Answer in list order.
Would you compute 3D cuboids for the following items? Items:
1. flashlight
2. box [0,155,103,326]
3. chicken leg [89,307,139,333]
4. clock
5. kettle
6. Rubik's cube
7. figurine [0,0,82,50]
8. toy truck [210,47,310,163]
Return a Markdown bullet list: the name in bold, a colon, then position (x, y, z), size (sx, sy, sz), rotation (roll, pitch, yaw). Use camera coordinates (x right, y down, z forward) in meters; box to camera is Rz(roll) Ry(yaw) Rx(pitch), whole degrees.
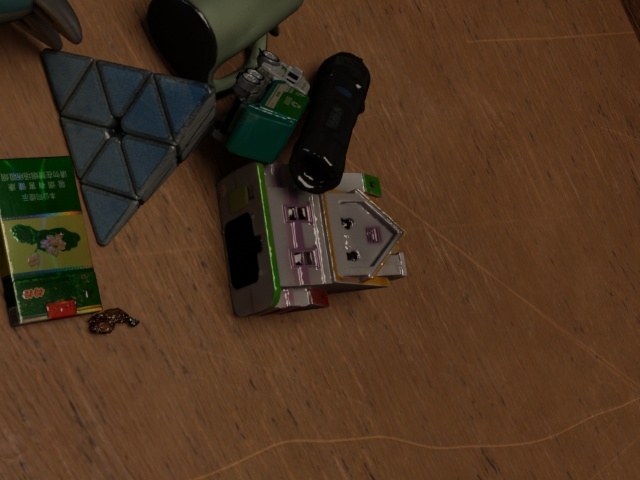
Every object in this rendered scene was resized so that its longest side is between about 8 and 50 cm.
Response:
- **flashlight**: position (0.016, -0.207, 1.699), size (0.103, 0.103, 0.424), rotation (49, 25, -18)
- **box**: position (-0.395, -0.002, 1.430), size (0.132, 0.034, 0.235), rotation (-7, 82, -42)
- **chicken leg**: position (-0.305, 0.117, 1.481), size (0.083, 0.021, 0.036), rotation (-12, 75, -47)
- **clock**: position (0.000, 0.000, 1.690), size (0.310, 0.166, 0.235), rotation (-2, 78, -34)
- **kettle**: position (-0.153, -0.370, 1.684), size (0.255, 0.165, 0.240), rotation (-49, 138, -38)
- **Rubik's cube**: position (-0.268, -0.172, 1.522), size (0.233, 0.229, 0.228), rotation (-113, -171, -46)
- **figurine**: position (-0.494, -0.411, 1.392), size (0.361, 0.266, 0.377), rotation (-92, 159, -44)
- **toy truck**: position (-0.092, -0.215, 1.631), size (0.124, 0.114, 0.253), rotation (30, 28, -3)
